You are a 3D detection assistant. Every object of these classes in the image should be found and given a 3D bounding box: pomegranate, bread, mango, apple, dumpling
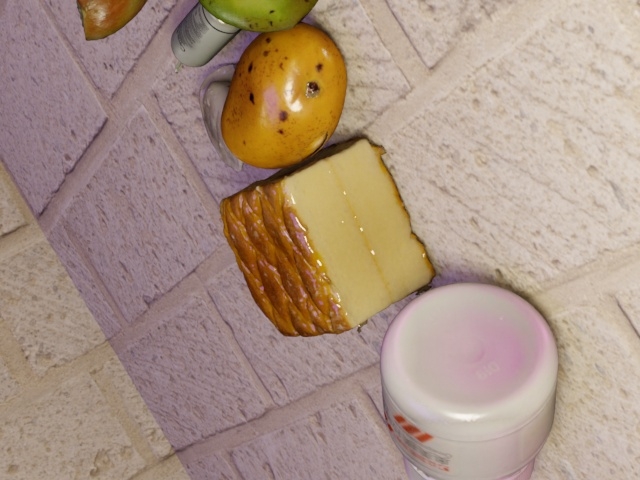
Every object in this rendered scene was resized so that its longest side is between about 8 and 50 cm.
[{"bbox_3d":[-0.078,-0.379,2.016,0.159,0.190,0.241,31,148,1],"label":"pomegranate"},{"bbox_3d":[0.000,0.000,2.224,0.279,0.207,0.279,-5,114,61],"label":"bread"},{"bbox_3d":[-0.063,-0.211,2.134,0.290,0.160,0.191,-42,65,50],"label":"mango"},{"bbox_3d":[-0.376,-0.521,2.287,0.179,0.254,0.346,-29,64,36],"label":"apple"},{"bbox_3d":[-0.158,-0.215,2.403,0.150,0.092,0.176,-8,109,58],"label":"dumpling"}]

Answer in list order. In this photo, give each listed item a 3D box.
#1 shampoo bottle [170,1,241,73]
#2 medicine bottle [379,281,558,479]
[{"bbox_3d":[-0.194,-0.358,2.334,0.085,0.085,0.262,60,154,-1],"label":"shampoo bottle"},{"bbox_3d":[0.220,0.243,2.040,0.256,0.256,0.325,43,158,30],"label":"medicine bottle"}]
